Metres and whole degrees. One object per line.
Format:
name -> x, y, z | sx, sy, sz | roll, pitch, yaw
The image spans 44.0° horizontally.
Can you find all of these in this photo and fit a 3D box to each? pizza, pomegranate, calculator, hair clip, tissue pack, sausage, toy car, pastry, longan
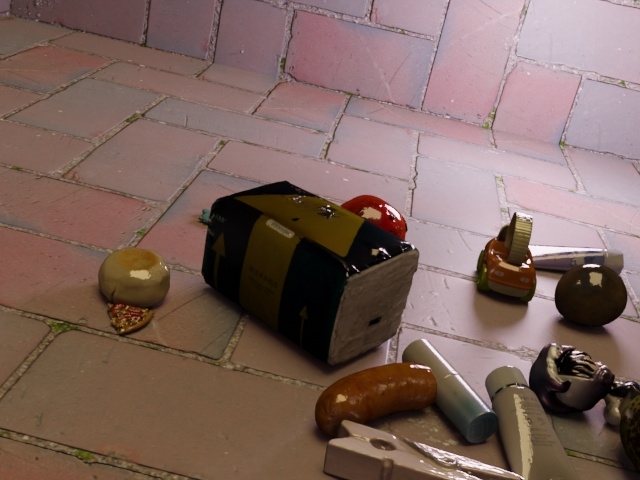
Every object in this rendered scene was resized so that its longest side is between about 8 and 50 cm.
pizza -> -0.394, 0.159, 1.620 | 0.100, 0.029, 0.099 | 9, 26, -7
pomegranate -> 0.116, -0.011, 2.024 | 0.210, 0.210, 0.235 | 8, -7, -11
calculator -> -0.276, -0.068, 2.172 | 0.094, 0.019, 0.141 | 26, 27, 21
hair clip -> 0.172, 0.394, 1.324 | 0.330, 0.085, 0.101 | 12, 22, 15
pomegranate -> 0.681, 0.344, 1.475 | 0.214, 0.248, 0.214 | 10, 31, -6
tissue pack -> -0.033, 0.057, 1.745 | 0.416, 0.253, 0.264 | 28, 29, 34
sausage -> 0.100, 0.291, 1.488 | 0.270, 0.109, 0.109 | -9, 32, -40
toy car -> 0.514, 0.026, 2.106 | 0.145, 0.235, 0.235 | 14, 25, 4
pastry -> -0.403, 0.080, 1.715 | 0.156, 0.092, 0.156 | 6, 29, -3
longan -> 0.692, 0.140, 2.029 | 0.187, 0.168, 0.167 | -20, 34, -14

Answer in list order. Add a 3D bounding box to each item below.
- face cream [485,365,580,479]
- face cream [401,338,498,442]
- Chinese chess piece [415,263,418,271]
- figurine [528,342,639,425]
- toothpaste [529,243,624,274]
face cream -> 0.393, 0.369, 1.489 | 0.143, 0.089, 0.314 | 7, 33, -14
face cream -> 0.253, 0.295, 1.577 | 0.077, 0.077, 0.250 | -1, 26, -26
Chinese chess piece -> 0.221, 0.057, 2.122 | 0.084, 0.034, 0.084 | 8, 24, -4
figurine -> 0.544, 0.308, 1.654 | 0.222, 0.145, 0.145 | 27, 26, 6
toothpaste -> 0.697, 0.054, 2.328 | 0.370, 0.080, 0.125 | 4, 28, -1
